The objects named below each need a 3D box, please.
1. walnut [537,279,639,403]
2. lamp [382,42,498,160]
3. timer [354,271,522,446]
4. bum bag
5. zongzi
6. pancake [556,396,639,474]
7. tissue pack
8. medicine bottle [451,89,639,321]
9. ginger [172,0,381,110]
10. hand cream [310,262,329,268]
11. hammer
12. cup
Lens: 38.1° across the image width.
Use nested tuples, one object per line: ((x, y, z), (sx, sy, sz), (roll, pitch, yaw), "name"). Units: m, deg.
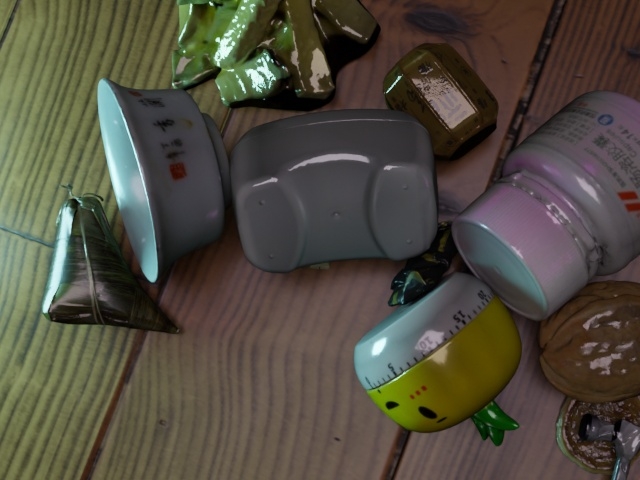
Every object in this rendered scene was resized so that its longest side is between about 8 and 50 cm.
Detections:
((0.464, 0.160, 1.486), (0.245, 0.198, 0.198), (-11, 81, -2), "walnut")
((0.205, -0.235, 1.588), (0.161, 0.161, 0.185), (-37, 77, 1), "lamp")
((0.216, 0.214, 1.478), (0.285, 0.285, 0.285), (-1, 82, 7), "timer")
((0.176, 0.036, 1.539), (0.107, 0.232, 0.060), (-31, 100, 36), "bum bag")
((-0.359, 0.038, 1.658), (0.241, 0.111, 0.247), (8, 77, -10), "zongzi")
((0.470, 0.312, 1.543), (0.158, 0.028, 0.158), (-1, 86, 8), "pancake")
((0.022, -0.093, 1.520), (0.333, 0.236, 0.229), (-6, 126, 2), "tissue pack")
((0.392, -0.054, 1.460), (0.325, 0.256, 0.256), (-38, 79, -14), "medicine bottle")
((-0.122, -0.405, 1.625), (0.414, 0.211, 0.358), (29, 89, 9), "ginger")
((0.000, 0.000, 1.649), (0.035, 0.022, 0.102), (1, 88, 7), "hand cream")
((0.446, 0.499, 1.503), (0.152, 0.044, 0.426), (16, 90, 3), "hammer")
((-0.251, -0.115, 1.563), (0.163, 0.347, 0.347), (-14, 80, -19), "cup")
